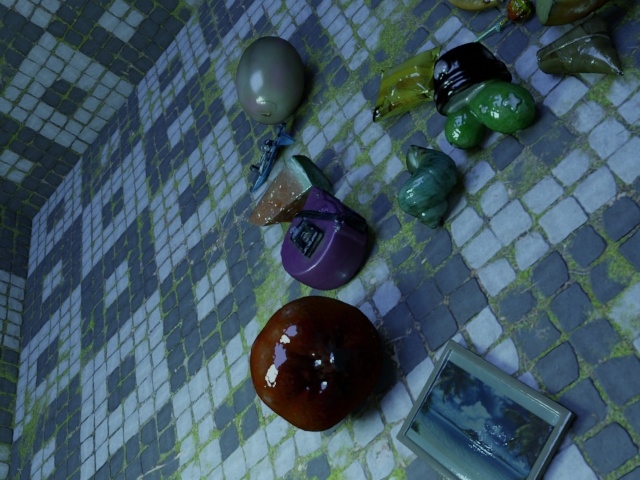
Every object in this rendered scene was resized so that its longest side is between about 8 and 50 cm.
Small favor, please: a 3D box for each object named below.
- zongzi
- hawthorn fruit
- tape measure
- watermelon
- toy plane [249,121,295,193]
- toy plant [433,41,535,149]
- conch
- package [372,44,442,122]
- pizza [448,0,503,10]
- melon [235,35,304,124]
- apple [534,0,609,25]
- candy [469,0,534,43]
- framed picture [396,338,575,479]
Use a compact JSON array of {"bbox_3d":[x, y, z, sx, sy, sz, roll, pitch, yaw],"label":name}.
[{"bbox_3d":[0.533,-0.363,1.471,0.160,0.079,0.176,-33,46,40],"label":"zongzi"},{"bbox_3d":[-0.024,0.261,1.542,0.311,0.295,0.294,-19,52,47],"label":"hawthorn fruit"},{"bbox_3d":[0.000,0.000,1.795,0.231,0.149,0.245,-57,35,2],"label":"tape measure"},{"bbox_3d":[-0.092,-0.113,2.000,0.257,0.193,0.139,-40,71,19],"label":"watermelon"},{"bbox_3d":[-0.171,-0.257,2.247,0.246,0.078,0.169,-52,9,17],"label":"toy plane"},{"bbox_3d":[0.356,-0.319,1.592,0.218,0.175,0.235,-33,71,43],"label":"toy plant"},{"bbox_3d":[0.240,-0.128,1.623,0.176,0.122,0.188,-31,38,65],"label":"conch"},{"bbox_3d":[0.228,-0.406,1.857,0.226,0.090,0.168,-14,59,49],"label":"package"},{"bbox_3d":[0.422,-0.659,1.826,0.161,0.062,0.182,-49,35,6],"label":"pizza"},{"bbox_3d":[-0.162,-0.520,2.296,0.223,0.223,0.316,-26,46,38],"label":"melon"},{"bbox_3d":[0.547,-0.593,1.526,0.254,0.179,0.345,-36,40,48],"label":"apple"},{"bbox_3d":[0.433,-0.528,1.739,0.201,0.061,0.060,-32,43,46],"label":"candy"},{"bbox_3d":[0.291,0.343,1.309,0.315,0.024,0.232,27,89,56],"label":"framed picture"}]
